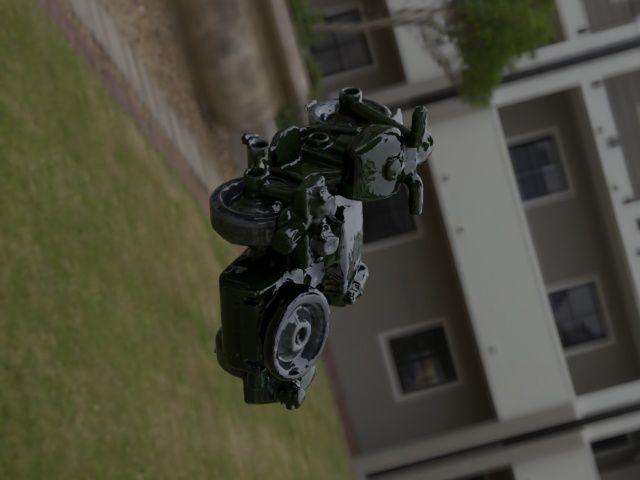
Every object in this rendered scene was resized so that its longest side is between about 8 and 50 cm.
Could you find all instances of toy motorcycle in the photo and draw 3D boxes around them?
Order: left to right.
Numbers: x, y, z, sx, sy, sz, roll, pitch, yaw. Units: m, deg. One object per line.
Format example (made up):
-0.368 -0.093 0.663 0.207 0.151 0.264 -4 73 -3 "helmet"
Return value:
0.000 0.000 1.077 0.275 0.127 0.205 -44 141 -49 "toy motorcycle"
